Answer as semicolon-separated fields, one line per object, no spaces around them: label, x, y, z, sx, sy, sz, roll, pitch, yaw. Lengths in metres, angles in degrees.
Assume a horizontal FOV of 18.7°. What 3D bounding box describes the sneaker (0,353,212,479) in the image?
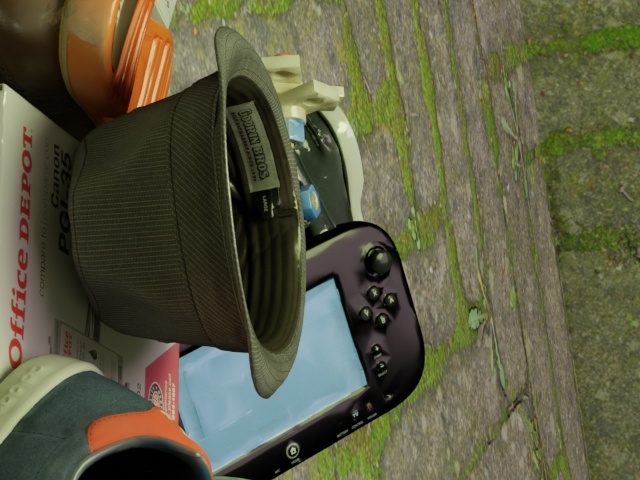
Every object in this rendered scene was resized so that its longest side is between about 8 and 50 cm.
sneaker;-0.188;0.221;1.089;0.350;0.148;0.131;-55;151;-25

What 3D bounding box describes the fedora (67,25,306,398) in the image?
fedora;-0.091;-0.013;1.274;0.275;0.124;0.244;-47;129;-78

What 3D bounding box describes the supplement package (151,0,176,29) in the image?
supplement package;-0.167;-0.254;1.540;0.179;0.105;0.105;-78;154;-42

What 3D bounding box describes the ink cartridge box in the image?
ink cartridge box;-0.202;0.043;1.313;0.283;0.117;0.207;42;45;-64

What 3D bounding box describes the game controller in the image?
game controller;-0.049;0.109;1.572;0.319;0.067;0.166;-27;100;-30

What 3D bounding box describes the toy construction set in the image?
toy construction set;-0.062;0.000;1.728;0.215;0.151;0.328;41;56;-63

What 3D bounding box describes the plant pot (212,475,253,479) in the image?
plant pot;-0.062;0.310;1.443;0.255;0.271;0.272;50;35;-82

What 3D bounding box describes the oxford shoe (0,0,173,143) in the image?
oxford shoe;-0.187;-0.120;1.419;0.364;0.132;0.130;91;11;-70

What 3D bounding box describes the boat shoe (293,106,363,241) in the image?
boat shoe;0.000;0.000;1.982;0.114;0.091;0.302;26;-42;58
